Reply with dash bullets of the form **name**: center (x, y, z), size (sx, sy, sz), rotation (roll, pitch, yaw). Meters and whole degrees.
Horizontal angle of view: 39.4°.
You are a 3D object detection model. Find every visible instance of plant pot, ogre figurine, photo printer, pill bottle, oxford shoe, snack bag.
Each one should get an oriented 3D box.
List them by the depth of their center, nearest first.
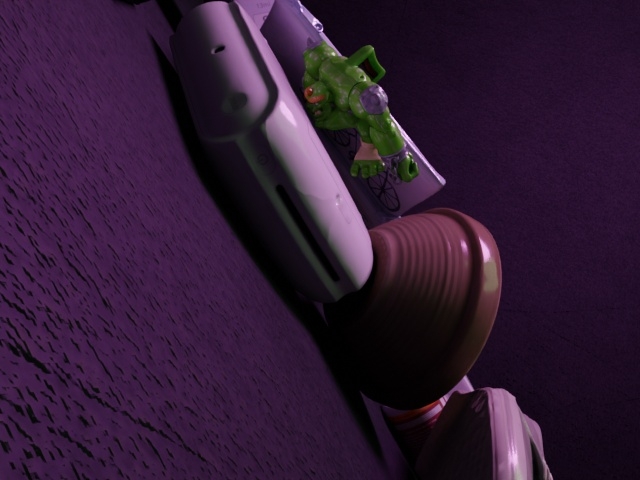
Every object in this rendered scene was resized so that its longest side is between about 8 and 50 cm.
- **oxford shoe**: center (0.179, 0.243, 0.916), size (0.130, 0.169, 0.449), rotation (30, -1, 7)
- **photo printer**: center (-0.051, -0.092, 0.963), size (0.256, 0.107, 0.307), rotation (59, 4, -39)
- **plant pot**: center (0.080, 0.061, 1.000), size (0.109, 0.237, 0.237), rotation (26, 22, -28)
- **ogre figurine**: center (0.033, -0.155, 1.004), size (0.118, 0.097, 0.197), rotation (69, 2, -50)
- **pill bottle**: center (0.153, 0.264, 1.185), size (0.152, 0.086, 0.086), rotation (60, 3, -5)
- **snack bag**: center (0.002, -0.138, 1.209), size (0.323, 0.037, 0.342), rotation (51, -22, -3)

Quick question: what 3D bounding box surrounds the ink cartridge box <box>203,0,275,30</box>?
- **ink cartridge box**: center (-0.143, -0.454, 1.399), size (0.308, 0.091, 0.385), rotation (-161, -123, -77)

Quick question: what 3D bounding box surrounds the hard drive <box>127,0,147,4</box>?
- **hard drive**: center (-0.196, -0.374, 0.901), size (0.172, 0.054, 0.255), rotation (-103, -173, -78)

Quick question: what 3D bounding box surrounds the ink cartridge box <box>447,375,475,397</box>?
- **ink cartridge box**: center (0.190, 0.249, 1.536), size (0.289, 0.121, 0.211), rotation (60, 3, -5)
